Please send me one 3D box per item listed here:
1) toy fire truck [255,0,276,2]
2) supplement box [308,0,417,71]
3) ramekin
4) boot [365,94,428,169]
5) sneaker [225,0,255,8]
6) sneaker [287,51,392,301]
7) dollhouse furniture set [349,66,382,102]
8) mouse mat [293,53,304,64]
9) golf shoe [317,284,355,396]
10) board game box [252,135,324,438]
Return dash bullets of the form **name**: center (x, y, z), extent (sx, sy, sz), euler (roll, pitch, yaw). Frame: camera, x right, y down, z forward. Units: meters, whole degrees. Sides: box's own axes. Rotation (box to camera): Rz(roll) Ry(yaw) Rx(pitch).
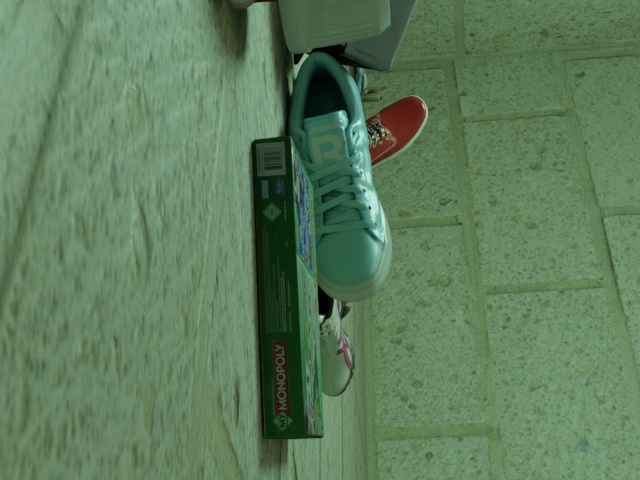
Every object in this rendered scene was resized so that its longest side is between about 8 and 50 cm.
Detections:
- **toy fire truck**: center (-0.064, -0.348, 1.084), extent (0.192, 0.047, 0.135), euler (-87, 171, -54)
- **supplement box**: center (0.048, -0.321, 1.463), extent (0.130, 0.073, 0.239), euler (-68, -156, 5)
- **ramekin**: center (0.014, -0.301, 1.043), extent (0.207, 0.109, 0.207), euler (-4, 90, -85)
- **boot**: center (0.095, -0.193, 1.852), extent (0.088, 0.244, 0.176), euler (51, -1, 11)
- **sneaker**: center (-0.073, -0.275, 0.901), extent (0.070, 0.051, 0.134), euler (-96, -175, -76)
- **sneaker**: center (0.009, -0.098, 1.392), extent (0.150, 0.135, 0.365), euler (62, 15, -61)
- **dollhouse furniture set**: center (0.051, -0.311, 1.928), extent (0.183, 0.129, 0.129), euler (-84, 169, -63)
- **mouse mat**: center (0.005, -0.367, 1.494), extent (0.189, 0.007, 0.152), euler (-50, -150, 37)
- **golf shoe**: center (0.004, 0.140, 1.508), extent (0.086, 0.067, 0.186), euler (9, 76, -58)
- **board game box**: center (-0.033, 0.065, 1.148), extent (0.213, 0.046, 0.317), euler (68, 18, -77)
